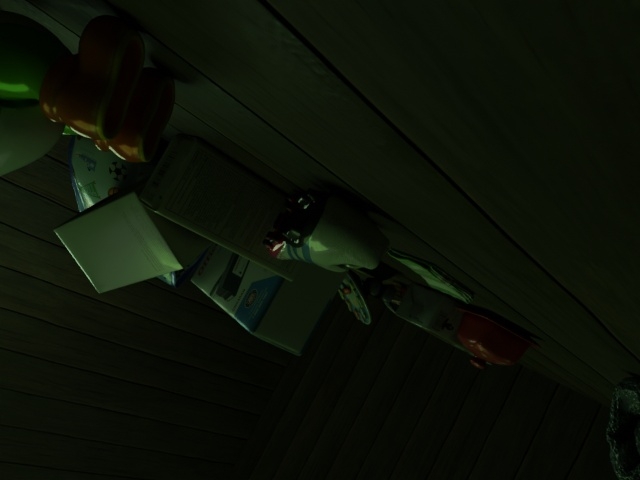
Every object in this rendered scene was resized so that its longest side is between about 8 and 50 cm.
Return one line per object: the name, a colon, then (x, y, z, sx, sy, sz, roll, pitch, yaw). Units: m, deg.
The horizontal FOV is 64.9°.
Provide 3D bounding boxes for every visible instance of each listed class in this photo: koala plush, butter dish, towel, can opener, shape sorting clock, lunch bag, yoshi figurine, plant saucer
koala plush: (0.598, 0.346, 0.792, 0.196, 0.203, 0.221, 28, 164, -7)
butter dish: (0.376, 0.231, 1.132, 0.160, 0.118, 0.160, 28, 175, -11)
towel: (0.201, 0.066, 0.923, 0.152, 0.023, 0.113, 32, 174, -38)
can opener: (0.138, 0.153, 1.361, 0.076, 0.095, 0.283, 27, 176, 1)
shape sorting clock: (0.072, 0.130, 1.315, 0.206, 0.040, 0.206, 58, 165, 26)
lunch bag: (-0.446, -0.117, 1.302, 0.327, 0.239, 0.385, 25, 144, 12)
yoshi figurine: (-0.329, -0.202, 0.477, 0.362, 0.204, 0.203, 14, -144, 1)
plant saucer: (0.090, 0.052, 1.367, 0.241, 0.037, 0.241, 28, 175, 3)

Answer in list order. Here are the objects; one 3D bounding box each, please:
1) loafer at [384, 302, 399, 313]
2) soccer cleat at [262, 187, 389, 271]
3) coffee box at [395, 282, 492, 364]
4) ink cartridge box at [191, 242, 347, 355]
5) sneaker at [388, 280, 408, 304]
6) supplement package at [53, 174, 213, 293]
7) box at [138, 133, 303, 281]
loafer: (0.313, 0.231, 1.673, 0.251, 0.094, 0.087, 29, 171, -9)
soccer cleat: (0.000, 0.000, 0.784, 0.143, 0.116, 0.331, 29, 175, -12)
coffee box: (0.337, 0.213, 1.293, 0.246, 0.098, 0.141, 30, 175, -26)
ink cartridge box: (-0.134, 0.067, 1.275, 0.166, 0.285, 0.395, 33, 174, -35)
sneaker: (0.264, 0.176, 1.510, 0.084, 0.069, 0.185, 36, 174, -25)
supplement package: (-0.379, -0.027, 1.069, 0.293, 0.177, 0.175, -16, 112, 33)
box: (-0.158, -0.055, 0.948, 0.311, 0.148, 0.121, 33, 174, -36)
